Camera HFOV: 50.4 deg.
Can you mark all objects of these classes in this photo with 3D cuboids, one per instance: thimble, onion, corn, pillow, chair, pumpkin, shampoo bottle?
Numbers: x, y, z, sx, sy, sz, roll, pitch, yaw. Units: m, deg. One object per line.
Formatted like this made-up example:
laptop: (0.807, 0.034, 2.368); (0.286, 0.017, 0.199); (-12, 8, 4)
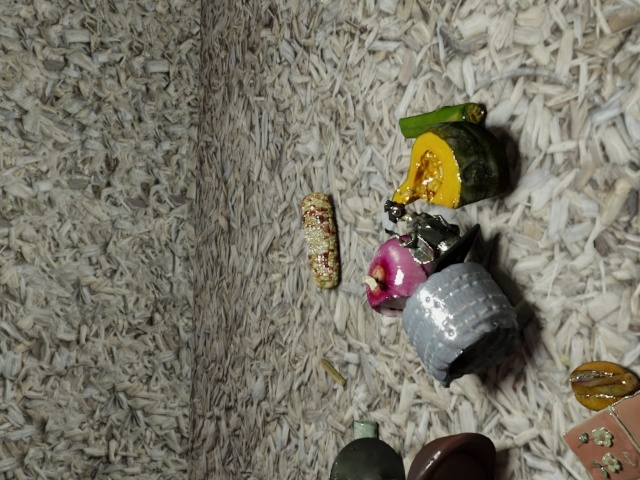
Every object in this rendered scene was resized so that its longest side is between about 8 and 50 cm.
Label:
thimble: (0.277, 0.172, 1.371); (0.236, 0.205, 0.172); (-58, 46, 39)
onion: (0.194, 0.078, 1.576); (0.207, 0.201, 0.200); (78, 177, -62)
corn: (0.000, 0.000, 1.995); (0.098, 0.098, 0.289); (-30, 63, 57)
pillow: (0.504, 0.318, 1.091); (0.126, 0.043, 0.232); (53, 137, 14)
chair: (0.207, 0.533, 1.464); (0.401, 0.227, 0.226); (-31, 62, 56)
pumpkin: (0.277, -0.120, 1.446); (0.190, 0.139, 0.280); (57, 151, 29)
shampoo bottle: (0.119, 0.578, 1.785); (0.065, 0.065, 0.204); (-7, 82, 61)

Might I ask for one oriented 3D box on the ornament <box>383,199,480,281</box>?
ornament: (0.207, -0.007, 1.448); (0.196, 0.166, 0.153); (41, 147, 21)

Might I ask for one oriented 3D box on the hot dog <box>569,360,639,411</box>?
hot dog: (0.481, 0.249, 1.148); (0.140, 0.060, 0.089); (-6, 88, 57)

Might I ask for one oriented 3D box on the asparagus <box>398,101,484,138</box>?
asparagus: (0.265, -0.271, 1.569); (0.278, 0.060, 0.067); (-1, 98, 62)

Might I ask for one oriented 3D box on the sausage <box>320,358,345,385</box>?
sausage: (0.033, 0.383, 1.986); (0.132, 0.024, 0.024); (36, 119, 55)
